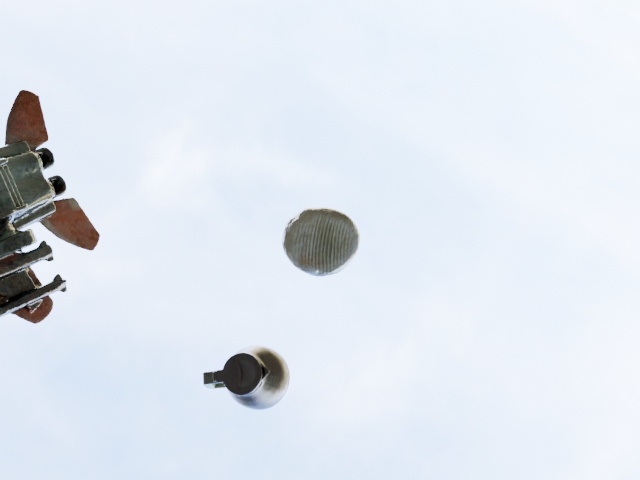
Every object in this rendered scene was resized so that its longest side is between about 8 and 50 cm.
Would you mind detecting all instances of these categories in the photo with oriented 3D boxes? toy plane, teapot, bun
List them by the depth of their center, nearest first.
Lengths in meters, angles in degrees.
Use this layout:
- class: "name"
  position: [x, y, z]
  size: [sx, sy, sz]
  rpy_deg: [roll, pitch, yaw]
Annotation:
- class: "toy plane"
  position: [-0.310, -0.014, 1.002]
  size: [0.326, 0.104, 0.223]
  rpy_deg: [-30, -81, -55]
- class: "teapot"
  position: [-0.080, 0.139, 1.323]
  size: [0.057, 0.088, 0.066]
  rpy_deg: [34, -129, -68]
- class: "bun"
  position: [0.000, 0.000, 1.381]
  size: [0.083, 0.083, 0.045]
  rpy_deg: [28, -173, -14]
